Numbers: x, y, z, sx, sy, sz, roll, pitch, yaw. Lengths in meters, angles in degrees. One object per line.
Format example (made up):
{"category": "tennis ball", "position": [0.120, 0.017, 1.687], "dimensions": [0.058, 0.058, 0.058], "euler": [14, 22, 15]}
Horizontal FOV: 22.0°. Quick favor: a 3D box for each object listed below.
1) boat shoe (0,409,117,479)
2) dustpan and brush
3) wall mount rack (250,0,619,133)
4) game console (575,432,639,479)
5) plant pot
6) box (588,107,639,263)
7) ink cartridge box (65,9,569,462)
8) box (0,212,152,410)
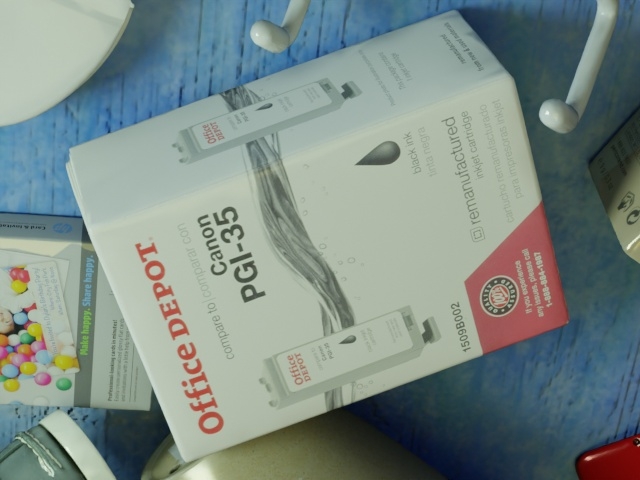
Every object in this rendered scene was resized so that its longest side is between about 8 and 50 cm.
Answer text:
{"category": "boat shoe", "position": [-0.151, 0.283, 1.201], "dimensions": [0.099, 0.116, 0.319], "euler": [-30, 96, -21]}
{"category": "dustpan and brush", "position": [-0.226, -0.103, 1.076], "dimensions": [0.147, 0.060, 0.211], "euler": [21, 111, -16]}
{"category": "wall mount rack", "position": [0.026, -0.167, 0.880], "dimensions": [0.350, 0.304, 0.130], "euler": [18, 82, 24]}
{"category": "game console", "position": [0.296, 0.206, 1.312], "dimensions": [0.144, 0.085, 0.124], "euler": [-22, 145, 22]}
{"category": "plant pot", "position": [0.001, 0.236, 1.213], "dimensions": [0.256, 0.256, 0.274], "euler": [-36, 103, 17]}
{"category": "box", "position": [0.338, -0.099, 1.084], "dimensions": [0.148, 0.121, 0.311], "euler": [29, 115, -20]}
{"category": "ink cartridge box", "position": [0.000, 0.000, 1.095], "dimensions": [0.283, 0.117, 0.207], "euler": [-20, 123, -4]}
{"category": "box", "position": [-0.209, 0.051, 1.177], "dimensions": [0.186, 0.038, 0.145], "euler": [4, 121, -7]}
